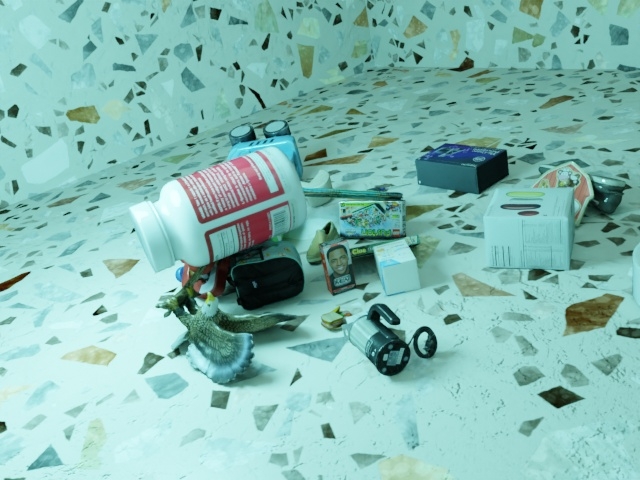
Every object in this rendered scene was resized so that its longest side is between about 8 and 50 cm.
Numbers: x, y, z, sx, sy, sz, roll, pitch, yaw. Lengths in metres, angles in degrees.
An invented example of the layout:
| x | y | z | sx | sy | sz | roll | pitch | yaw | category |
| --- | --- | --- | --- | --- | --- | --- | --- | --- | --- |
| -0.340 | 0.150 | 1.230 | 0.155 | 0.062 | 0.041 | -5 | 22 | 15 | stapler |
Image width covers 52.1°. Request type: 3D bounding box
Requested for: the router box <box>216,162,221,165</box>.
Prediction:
| x | y | z | sx | sy | sz | roll | pitch | yaw | category |
| --- | --- | --- | --- | --- | --- | --- | --- | --- | --- |
| -0.404 | -0.107 | 2.253 | 0.335 | 0.082 | 0.301 | -41 | 31 | -11 | router box |

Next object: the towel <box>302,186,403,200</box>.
| x | y | z | sx | sy | sz | roll | pitch | yaw | category |
| --- | --- | --- | --- | --- | --- | --- | --- | --- | --- |
| 0.055 | -0.156 | 2.117 | 0.369 | 0.040 | 0.271 | 2 | 5 | -11 | towel |

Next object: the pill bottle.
| x | y | z | sx | sy | sz | roll | pitch | yaw | category |
| --- | --- | --- | --- | --- | --- | --- | --- | --- | --- |
| -0.259 | -0.073 | 1.667 | 0.407 | 0.229 | 0.229 | -22 | 26 | -19 | pill bottle |

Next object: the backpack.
| x | y | z | sx | sy | sz | roll | pitch | yaw | category |
| --- | --- | --- | --- | --- | --- | --- | --- | --- | --- |
| -0.137 | 0.084 | 1.741 | 0.188 | 0.166 | 0.144 | -10 | 32 | 3 | backpack |

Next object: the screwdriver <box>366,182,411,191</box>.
| x | y | z | sx | sy | sz | roll | pitch | yaw | category |
| --- | --- | --- | --- | --- | --- | --- | --- | --- | --- |
| 0.243 | -0.190 | 2.328 | 0.169 | 0.025 | 0.024 | -16 | 25 | -7 | screwdriver |

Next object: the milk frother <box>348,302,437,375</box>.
| x | y | z | sx | sy | sz | roll | pitch | yaw | category |
| --- | --- | --- | --- | --- | --- | --- | --- | --- | --- |
| 0.160 | 0.216 | 1.428 | 0.143 | 0.129 | 0.134 | 25 | 7 | -30 | milk frother |

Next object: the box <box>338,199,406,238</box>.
| x | y | z | sx | sy | sz | roll | pitch | yaw | category |
| --- | --- | --- | --- | --- | --- | --- | --- | --- | --- |
| 0.157 | -0.065 | 1.985 | 0.206 | 0.114 | 0.036 | 1 | 7 | 28 | box |

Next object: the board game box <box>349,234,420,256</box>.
| x | y | z | sx | sy | sz | roll | pitch | yaw | category |
| --- | --- | --- | --- | --- | --- | --- | --- | --- | --- |
| 0.146 | 0.025 | 1.838 | 0.259 | 0.030 | 0.136 | -11 | -1 | 2 | board game box |

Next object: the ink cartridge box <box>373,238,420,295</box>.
| x | y | z | sx | sy | sz | roll | pitch | yaw | category |
| --- | --- | --- | --- | --- | --- | --- | --- | --- | --- |
| 0.196 | 0.066 | 1.718 | 0.092 | 0.090 | 0.143 | -13 | 25 | -2 | ink cartridge box |

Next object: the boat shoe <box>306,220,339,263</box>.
| x | y | z | sx | sy | sz | roll | pitch | yaw | category |
| --- | --- | --- | --- | --- | --- | --- | --- | --- | --- |
| 0.000 | 0.000 | 1.971 | 0.068 | 0.072 | 0.190 | -2 | 27 | 21 | boat shoe |

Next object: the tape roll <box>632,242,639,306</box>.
| x | y | z | sx | sy | sz | roll | pitch | yaw | category |
| --- | --- | --- | --- | --- | --- | --- | --- | --- | --- |
| 0.819 | 0.075 | 1.395 | 0.286 | 0.100 | 0.286 | -11 | 25 | 5 | tape roll |

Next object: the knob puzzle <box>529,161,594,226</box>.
| x | y | z | sx | sy | sz | roll | pitch | yaw | category |
| --- | --- | --- | --- | --- | --- | --- | --- | --- | --- |
| 0.683 | -0.142 | 1.866 | 0.213 | 0.030 | 0.213 | -21 | 54 | 32 | knob puzzle |

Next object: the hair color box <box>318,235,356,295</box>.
| x | y | z | sx | sy | sz | roll | pitch | yaw | category |
| --- | --- | --- | --- | --- | --- | --- | --- | --- | --- |
| 0.045 | 0.068 | 1.721 | 0.071 | 0.141 | 0.043 | -18 | 25 | -12 | hair color box |

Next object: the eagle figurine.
| x | y | z | sx | sy | sz | roll | pitch | yaw | category |
| --- | --- | --- | --- | --- | --- | --- | --- | --- | --- |
| -0.240 | 0.205 | 1.565 | 0.298 | 0.225 | 0.226 | 29 | 83 | 14 | eagle figurine |

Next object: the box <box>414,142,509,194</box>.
| x | y | z | sx | sy | sz | roll | pitch | yaw | category |
| --- | --- | --- | --- | --- | --- | --- | --- | --- | --- |
| 0.486 | -0.252 | 2.260 | 0.184 | 0.103 | 0.261 | -33 | 31 | -33 | box |

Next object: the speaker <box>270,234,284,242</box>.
| x | y | z | sx | sy | sz | roll | pitch | yaw | category |
| --- | --- | --- | --- | --- | --- | --- | --- | --- | --- |
| -0.168 | -0.045 | 2.085 | 0.131 | 0.131 | 0.297 | -7 | 25 | 11 | speaker |

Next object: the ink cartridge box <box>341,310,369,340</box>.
| x | y | z | sx | sy | sz | roll | pitch | yaw | category |
| --- | --- | --- | --- | --- | --- | --- | --- | --- | --- |
| 0.089 | 0.199 | 1.529 | 0.083 | 0.048 | 0.028 | -15 | 24 | -8 | ink cartridge box |

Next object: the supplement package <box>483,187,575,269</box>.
| x | y | z | sx | sy | sz | roll | pitch | yaw | category |
| --- | --- | --- | --- | --- | --- | --- | --- | --- | --- |
| 0.546 | -0.035 | 1.700 | 0.203 | 0.149 | 0.194 | 1 | 28 | 25 | supplement package |

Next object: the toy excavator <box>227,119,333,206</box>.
| x | y | z | sx | sy | sz | roll | pitch | yaw | category |
| --- | --- | --- | --- | --- | --- | --- | --- | --- | --- |
| -0.159 | -0.260 | 2.503 | 0.432 | 0.222 | 0.445 | -7 | 39 | 10 | toy excavator |

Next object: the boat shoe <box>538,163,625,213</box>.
| x | y | z | sx | sy | sz | roll | pitch | yaw | category |
| --- | --- | --- | --- | --- | --- | --- | --- | --- | --- |
| 0.758 | -0.161 | 1.949 | 0.112 | 0.096 | 0.335 | 5 | 14 | -22 | boat shoe |

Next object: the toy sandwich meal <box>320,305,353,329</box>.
| x | y | z | sx | sy | sz | roll | pitch | yaw | category |
| --- | --- | --- | --- | --- | --- | --- | --- | --- | --- |
| 0.039 | 0.189 | 1.599 | 0.085 | 0.029 | 0.086 | -10 | 25 | 5 | toy sandwich meal |

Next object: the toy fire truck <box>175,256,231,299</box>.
| x | y | z | sx | sy | sz | roll | pitch | yaw | category |
| --- | --- | --- | --- | --- | --- | --- | --- | --- | --- |
| -0.325 | 0.027 | 1.902 | 0.169 | 0.302 | 0.253 | 23 | -27 | -39 | toy fire truck |
